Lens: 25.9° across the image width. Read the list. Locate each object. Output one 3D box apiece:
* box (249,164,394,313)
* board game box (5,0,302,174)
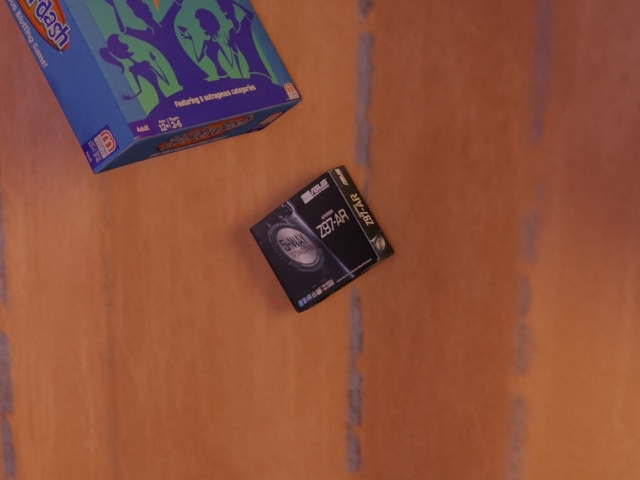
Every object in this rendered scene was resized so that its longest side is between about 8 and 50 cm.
[{"bbox_3d":[0.000,0.000,0.903,0.083,0.018,0.067,-34,82,39],"label":"box"},{"bbox_3d":[-0.119,-0.155,0.857,0.047,0.160,0.210,-33,83,38],"label":"board game box"}]
